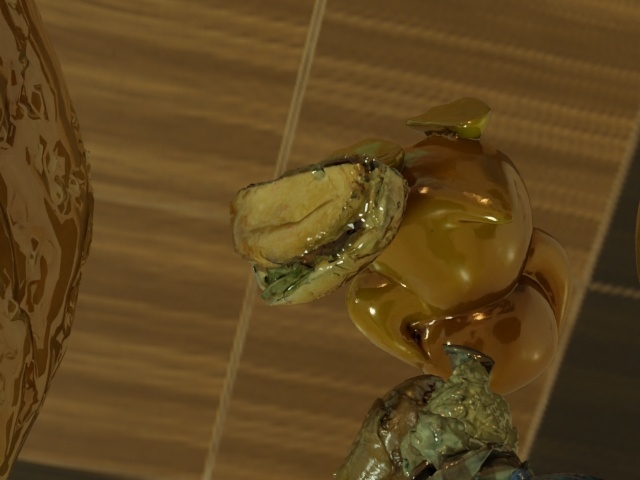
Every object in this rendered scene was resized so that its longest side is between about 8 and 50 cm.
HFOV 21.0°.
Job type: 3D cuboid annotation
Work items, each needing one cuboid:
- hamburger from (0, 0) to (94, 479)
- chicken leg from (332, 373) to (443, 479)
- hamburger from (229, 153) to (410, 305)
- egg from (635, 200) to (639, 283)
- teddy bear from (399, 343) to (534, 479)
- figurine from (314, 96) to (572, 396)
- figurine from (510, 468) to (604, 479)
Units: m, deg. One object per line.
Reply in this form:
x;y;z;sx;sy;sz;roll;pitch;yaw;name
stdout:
-0.158;-0.045;0.423;0.145;0.259;0.283;-11;121;8;hamburger
0.032;0.176;1.249;0.069;0.085;0.198;43;77;-11;chicken leg
-0.004;0.006;1.330;0.176;0.102;0.087;-14;149;43;hamburger
0.355;-0.003;1.132;0.283;0.351;0.282;8;105;31;egg
0.093;0.155;1.080;0.111;0.213;0.133;7;130;20;teddy bear
0.111;0.014;1.457;0.215;0.215;0.228;-5;130;1;figurine
0.110;0.162;0.683;0.086;0.087;0.149;-16;110;6;figurine
